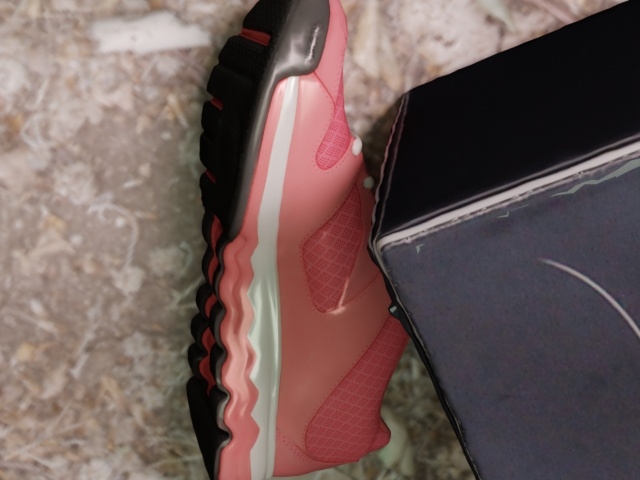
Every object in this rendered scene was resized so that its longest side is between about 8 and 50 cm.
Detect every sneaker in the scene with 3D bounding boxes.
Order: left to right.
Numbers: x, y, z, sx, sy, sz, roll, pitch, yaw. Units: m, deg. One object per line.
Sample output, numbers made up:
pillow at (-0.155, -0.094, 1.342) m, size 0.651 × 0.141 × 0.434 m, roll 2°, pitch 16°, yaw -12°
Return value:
sneaker at (0.000, 0.000, 0.692) m, size 0.136 × 0.116 × 0.313 m, roll 0°, pitch 112°, yaw -18°

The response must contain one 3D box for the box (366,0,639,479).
box at (0.338, 0.077, 0.597) m, size 0.480 × 0.297 × 0.471 m, roll -20°, pitch 106°, yaw 14°
